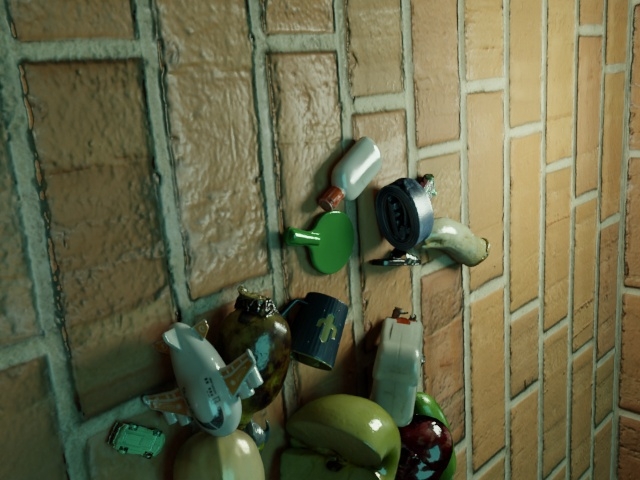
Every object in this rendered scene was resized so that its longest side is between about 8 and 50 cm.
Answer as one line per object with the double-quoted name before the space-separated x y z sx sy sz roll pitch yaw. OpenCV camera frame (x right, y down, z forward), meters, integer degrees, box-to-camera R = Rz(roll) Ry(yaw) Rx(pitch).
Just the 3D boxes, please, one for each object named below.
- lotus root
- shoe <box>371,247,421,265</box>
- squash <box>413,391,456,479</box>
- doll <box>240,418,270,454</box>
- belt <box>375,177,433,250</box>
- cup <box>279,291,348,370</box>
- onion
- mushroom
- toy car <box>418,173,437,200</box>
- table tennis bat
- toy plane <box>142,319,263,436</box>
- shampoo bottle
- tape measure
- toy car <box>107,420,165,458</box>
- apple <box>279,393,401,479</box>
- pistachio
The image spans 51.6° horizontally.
"lotus root" -0.144 0.256 1.413 0.169 0.141 0.314 2 96 -45
"shoe" 0.212 0.043 1.810 0.179 0.071 0.049 0 93 -42
"squash" 0.349 0.607 2.021 0.107 0.107 0.395 -40 122 -35
"doll" -0.166 0.472 1.488 0.104 0.062 0.194 3 105 -9
"belt" 0.222 -0.074 1.743 0.082 0.141 0.190 -30 115 -41
"cup" -0.025 0.203 1.559 0.176 0.131 0.155 30 69 -19
"onion" 0.236 0.590 1.792 0.281 0.221 0.280 -7 124 -10
"mushroom" 0.396 0.004 1.979 0.351 0.095 0.122 15 103 -45
"toy car" 0.288 -0.130 1.867 0.142 0.055 0.069 -57 141 -37
"table tennis bat" 0.000 0.000 1.602 0.257 0.039 0.160 8 91 -52
"toy plane" -0.234 0.272 1.289 0.117 0.245 0.244 -23 118 -79
"shampoo bottle" 0.073 -0.156 1.637 0.221 0.051 0.108 -50 131 -29
"tape measure" 0.206 0.341 1.742 0.258 0.130 0.265 -57 152 -75
"toy car" -0.354 0.389 1.294 0.122 0.035 0.059 39 69 -52
"apple" 0.055 0.503 1.579 0.233 0.258 0.295 -18 112 -59
"pistachio" -0.203 0.523 1.366 0.188 0.188 0.299 -17 105 -44
